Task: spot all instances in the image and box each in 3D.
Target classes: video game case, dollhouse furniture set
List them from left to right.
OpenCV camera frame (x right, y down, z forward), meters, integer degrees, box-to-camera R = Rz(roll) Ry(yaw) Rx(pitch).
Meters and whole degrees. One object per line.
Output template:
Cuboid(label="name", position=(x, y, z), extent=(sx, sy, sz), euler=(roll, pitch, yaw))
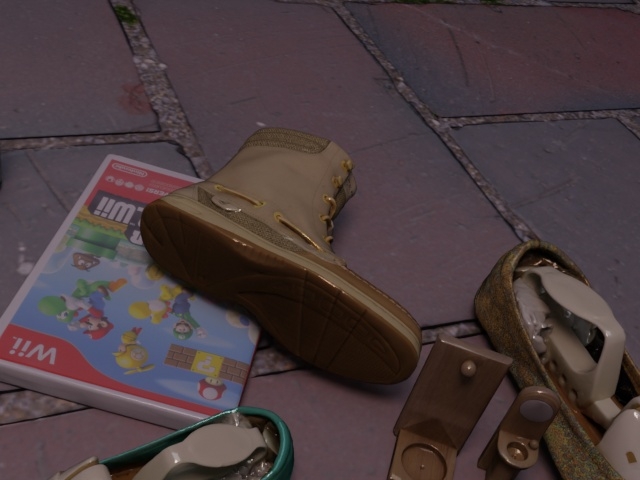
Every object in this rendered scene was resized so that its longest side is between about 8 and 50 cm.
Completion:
Cuboid(label="video game case", position=(-0.144, 0.034, 0.726), extent=(0.204, 0.025, 0.285), euler=(16, 41, -2))
Cuboid(label="dollhouse furniture set", position=(0.123, 0.180, 0.575), extent=(0.144, 0.123, 0.151), euler=(19, 40, 3))

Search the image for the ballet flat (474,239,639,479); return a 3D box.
Cuboid(label="ballet flat", position=(0.239, 0.134, 0.676), extent=(0.123, 0.123, 0.349), euler=(-4, 45, -23))

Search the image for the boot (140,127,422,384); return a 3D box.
Cuboid(label="boot", position=(0.000, 0.000, 0.729), extent=(0.261, 0.095, 0.203), euler=(27, 39, 13))

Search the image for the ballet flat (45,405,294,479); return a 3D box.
Cuboid(label="ballet flat", position=(-0.124, 0.166, 0.534), extent=(0.247, 0.087, 0.083), euler=(-15, 48, -32))
